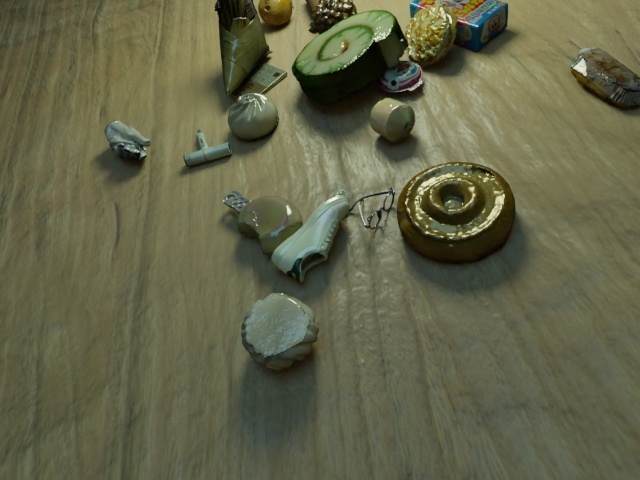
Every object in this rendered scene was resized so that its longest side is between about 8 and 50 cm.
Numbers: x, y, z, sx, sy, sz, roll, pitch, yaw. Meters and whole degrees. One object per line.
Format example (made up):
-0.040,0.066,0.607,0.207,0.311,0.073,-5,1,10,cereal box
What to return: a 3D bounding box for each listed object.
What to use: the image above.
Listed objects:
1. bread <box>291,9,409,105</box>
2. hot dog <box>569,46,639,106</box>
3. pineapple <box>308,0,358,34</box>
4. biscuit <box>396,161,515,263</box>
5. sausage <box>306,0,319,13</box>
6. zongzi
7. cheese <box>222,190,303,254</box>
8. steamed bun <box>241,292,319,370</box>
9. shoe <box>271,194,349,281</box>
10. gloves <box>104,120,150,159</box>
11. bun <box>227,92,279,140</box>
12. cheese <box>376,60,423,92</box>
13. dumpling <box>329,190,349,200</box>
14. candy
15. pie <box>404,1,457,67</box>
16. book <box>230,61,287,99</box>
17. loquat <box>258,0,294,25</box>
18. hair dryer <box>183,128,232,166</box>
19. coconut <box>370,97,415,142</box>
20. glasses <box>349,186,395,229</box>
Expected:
0.101,-0.605,1.665,0.382,0.129,0.366,-8,47,27,bread
0.817,-0.463,1.432,0.131,0.069,0.252,-21,54,-11,hot dog
0.041,-0.818,1.857,0.193,0.166,0.166,-26,51,12,pineapple
0.336,-0.083,1.266,0.297,0.102,0.296,-8,55,12,biscuit
0.003,-0.962,2.000,0.123,0.123,0.252,-21,51,0,sausage
-0.307,-0.709,1.769,0.154,0.289,0.317,-1,45,19,zongzi
-0.177,-0.067,1.414,0.286,0.082,0.163,29,65,34,cheese
-0.093,0.214,1.162,0.183,0.106,0.182,-8,56,12,steamed bun
0.000,0.000,1.309,0.265,0.095,0.110,-42,60,-10,shoe
-0.665,-0.337,1.742,0.119,0.097,0.229,-47,53,-4,gloves
-0.230,-0.422,1.666,0.173,0.119,0.172,-9,51,12,bun
0.238,-0.557,1.668,0.155,0.062,0.244,-37,53,-10,cheese
0.051,-0.098,1.394,0.059,0.043,0.077,39,67,12,dumpling
0.473,-0.777,1.742,0.157,0.100,0.306,-39,55,-15,candy
0.366,-0.681,1.668,0.179,0.084,0.205,-27,59,45,pie
-0.233,-0.577,1.847,0.138,0.016,0.199,34,69,33,book
-0.179,-0.936,2.022,0.141,0.141,0.141,-8,53,10,loquat
-0.379,-0.333,1.694,0.155,0.044,0.183,-13,49,3,hair dryer
0.220,-0.355,1.490,0.116,0.116,0.122,-36,48,-11,coconut
0.126,-0.097,1.358,0.104,0.062,0.140,25,64,31,glasses
